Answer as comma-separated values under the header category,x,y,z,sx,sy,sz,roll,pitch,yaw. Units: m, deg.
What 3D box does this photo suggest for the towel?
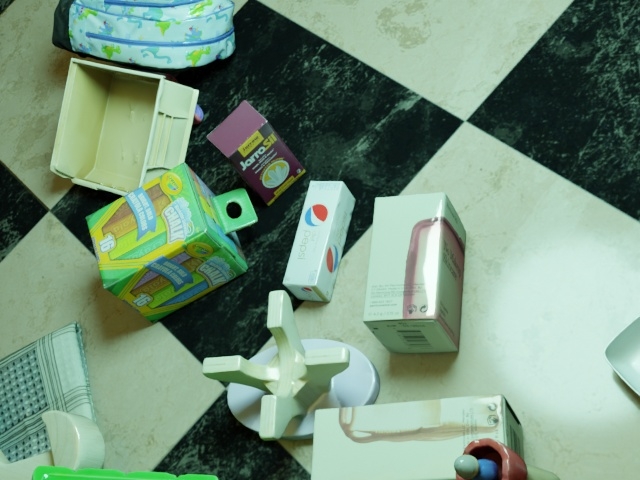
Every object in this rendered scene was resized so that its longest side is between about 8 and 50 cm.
category,x,y,z,sx,sy,sz,roll,pitch,yaw
towel,-0.573,0.350,1.815,0.312,0.056,0.324,-27,56,9

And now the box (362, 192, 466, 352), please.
category,x,y,z,sx,sy,sz,roll,pitch,yaw
box,0.162,0.056,1.581,0.127,0.148,0.232,-4,62,23

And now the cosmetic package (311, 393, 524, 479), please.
category,x,y,z,sx,sy,sz,roll,pitch,yaw
cosmetic package,0.150,0.326,1.436,0.296,0.153,0.129,-8,59,19

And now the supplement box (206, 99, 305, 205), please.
category,x,y,z,sx,sy,sz,roll,pitch,yaw
supplement box,-0.121,-0.165,1.809,0.104,0.188,0.081,-44,55,-3

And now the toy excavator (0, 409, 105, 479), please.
category,x,y,z,sx,sy,sz,roll,pitch,yaw
toy excavator,-0.646,0.387,1.705,0.445,0.222,0.433,42,91,26

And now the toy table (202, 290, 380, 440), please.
category,x,y,z,sx,sy,sz,roll,pitch,yaw
toy table,-0.055,0.229,1.579,0.274,0.161,0.252,-18,57,14

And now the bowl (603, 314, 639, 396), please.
category,x,y,z,sx,sy,sz,roll,pitch,yaw
bowl,0.515,0.178,1.407,0.142,0.053,0.142,-41,53,0

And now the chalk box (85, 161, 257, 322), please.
category,x,y,z,sx,sy,sz,roll,pitch,yaw
chalk box,-0.263,-0.008,1.795,0.289,0.179,0.180,-30,55,7

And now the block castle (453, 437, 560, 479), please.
category,x,y,z,sx,sy,sz,roll,pitch,yaw
block castle,0.185,0.502,1.184,0.453,0.213,0.303,-57,38,10

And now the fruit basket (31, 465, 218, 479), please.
category,x,y,z,sx,sy,sz,roll,pitch,yaw
fruit basket,-0.310,0.559,1.472,0.392,0.392,0.283,-19,29,14

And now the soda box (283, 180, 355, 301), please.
category,x,y,z,sx,sy,sz,roll,pitch,yaw
soda box,0.000,0.000,1.732,0.069,0.074,0.216,3,64,26

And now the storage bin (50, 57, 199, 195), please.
category,x,y,z,sx,sy,sz,roll,pitch,yaw
storage bin,-0.413,-0.223,1.972,0.262,0.123,0.260,16,95,31

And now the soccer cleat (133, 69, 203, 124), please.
category,x,y,z,sx,sy,sz,roll,pitch,yaw
soccer cleat,-0.334,-0.326,2.070,0.248,0.083,0.095,27,72,36

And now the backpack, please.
category,x,y,z,sx,sy,sz,roll,pitch,yaw
backpack,-0.353,-0.479,2.052,0.355,0.290,0.273,30,123,23
